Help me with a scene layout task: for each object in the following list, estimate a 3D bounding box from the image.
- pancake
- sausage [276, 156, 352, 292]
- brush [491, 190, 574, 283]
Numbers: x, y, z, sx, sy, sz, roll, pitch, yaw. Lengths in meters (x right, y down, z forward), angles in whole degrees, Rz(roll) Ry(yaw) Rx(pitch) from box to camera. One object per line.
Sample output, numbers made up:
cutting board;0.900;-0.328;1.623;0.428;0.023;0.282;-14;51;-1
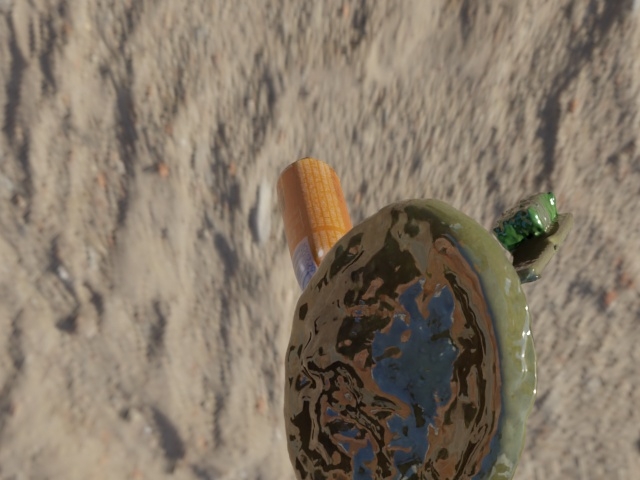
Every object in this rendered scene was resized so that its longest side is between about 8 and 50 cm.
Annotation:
pancake;0.050;0.093;1.129;0.050;0.242;0.242;5;78;-40
sausage;0.000;0.000;1.754;0.071;0.234;0.071;-4;122;-6
brush;0.162;0.003;1.355;0.054;0.282;0.048;-36;91;17
